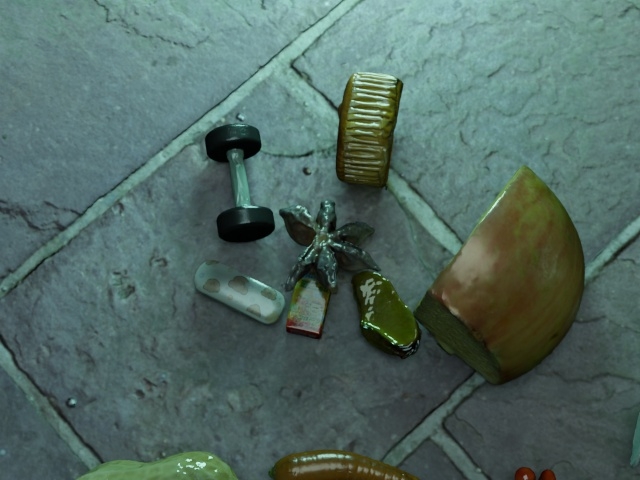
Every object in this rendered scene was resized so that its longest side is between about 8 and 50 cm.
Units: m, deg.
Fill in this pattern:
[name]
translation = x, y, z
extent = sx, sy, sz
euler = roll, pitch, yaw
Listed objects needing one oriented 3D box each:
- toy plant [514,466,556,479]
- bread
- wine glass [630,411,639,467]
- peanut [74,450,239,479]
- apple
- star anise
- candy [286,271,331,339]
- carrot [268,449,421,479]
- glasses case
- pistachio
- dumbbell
[toy plant]
translation = 0.330, 0.525, 1.763
extent = 0.400, 0.185, 0.279
euler = -22, 41, -24
[bread]
translation = 0.079, -0.190, 1.982
extent = 0.104, 0.199, 0.199
euler = 8, 73, 4
[wine glass]
translation = 0.605, 0.323, 1.837
extent = 0.197, 0.165, 0.164
euler = 16, 74, 9
[peanut]
translation = -0.281, 0.415, 1.826
extent = 0.313, 0.152, 0.152
euler = -13, 73, -3
[apple]
translation = 0.306, 0.048, 1.904
extent = 0.309, 0.314, 0.252
euler = -47, 36, -12
[star anise]
translation = 0.017, 0.002, 1.963
extent = 0.172, 0.063, 0.208
euler = 1, 48, -6
[candy]
translation = -0.017, 0.103, 1.969
extent = 0.062, 0.038, 0.121
euler = 12, 73, 4
[carrot]
translation = 0.051, 0.376, 1.879
extent = 0.271, 0.062, 0.066
euler = 2, 40, -3
[glasses case]
translation = -0.138, 0.089, 1.973
extent = 0.164, 0.041, 0.063
euler = 26, 75, 8
[pistachio]
translation = 0.106, 0.132, 1.953
extent = 0.090, 0.049, 0.173
euler = -33, 66, -2
[dumbbell]
translation = -0.140, -0.100, 2.000
extent = 0.100, 0.100, 0.191
euler = -9, 74, -2
